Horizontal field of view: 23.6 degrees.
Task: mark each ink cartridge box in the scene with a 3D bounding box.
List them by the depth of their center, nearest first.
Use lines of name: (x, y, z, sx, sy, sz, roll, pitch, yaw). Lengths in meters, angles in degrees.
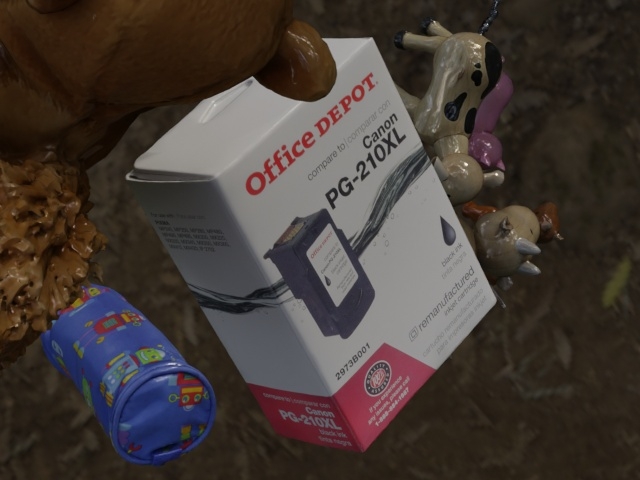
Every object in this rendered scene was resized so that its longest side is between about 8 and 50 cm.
ink cartridge box: (0.000, 0.000, 1.071, 0.100, 0.237, 0.172, 5, 41, 47)

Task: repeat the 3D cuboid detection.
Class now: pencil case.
pencil case: (-0.221, 0.150, 1.720, 0.119, 0.133, 0.306, -13, 22, -22)

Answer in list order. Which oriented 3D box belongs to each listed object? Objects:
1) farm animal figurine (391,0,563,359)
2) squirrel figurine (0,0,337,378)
farm animal figurine: (0.122, -0.018, 1.500, 0.327, 0.330, 0.172, -42, 45, -15)
squirrel figurine: (-0.172, -0.070, 0.840, 0.370, 0.281, 0.397, -3, 70, 44)
